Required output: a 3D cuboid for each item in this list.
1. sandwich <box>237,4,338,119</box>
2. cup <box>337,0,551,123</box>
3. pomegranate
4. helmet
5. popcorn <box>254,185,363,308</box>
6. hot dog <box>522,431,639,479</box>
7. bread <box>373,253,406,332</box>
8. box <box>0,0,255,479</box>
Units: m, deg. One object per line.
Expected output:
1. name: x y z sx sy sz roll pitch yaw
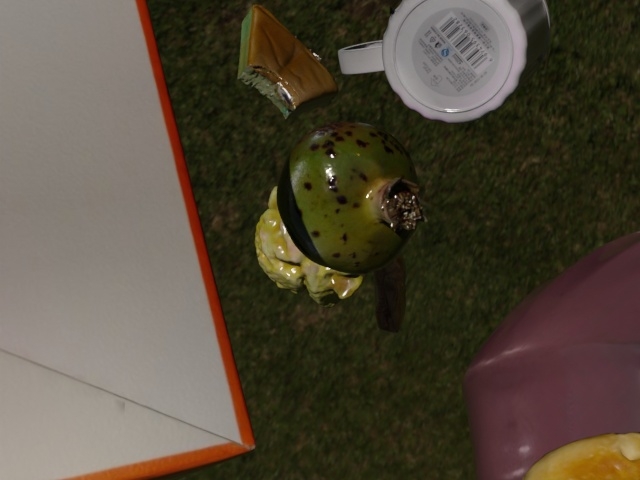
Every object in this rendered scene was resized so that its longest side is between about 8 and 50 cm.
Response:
1. sandwich: -0.094 -0.341 1.815 0.245 0.212 0.063 46 120 7
2. cup: 0.139 -0.203 1.065 0.221 0.202 0.167 -37 94 24
3. pomegranate: 0.030 -0.036 0.780 0.130 0.130 0.130 9 122 14
4. helmet: 0.231 0.088 0.623 0.197 0.338 0.271 58 150 2
5. popcorn: 0.000 0.001 1.398 0.188 0.185 0.167 5 129 12
6. hot dog: 0.215 0.144 0.384 0.257 0.150 0.153 -11 136 14
7. bread: 0.120 0.089 1.649 0.054 0.074 0.132 1 95 12
8. box: -0.264 0.010 0.571 0.257 0.319 0.348 -35 67 53
